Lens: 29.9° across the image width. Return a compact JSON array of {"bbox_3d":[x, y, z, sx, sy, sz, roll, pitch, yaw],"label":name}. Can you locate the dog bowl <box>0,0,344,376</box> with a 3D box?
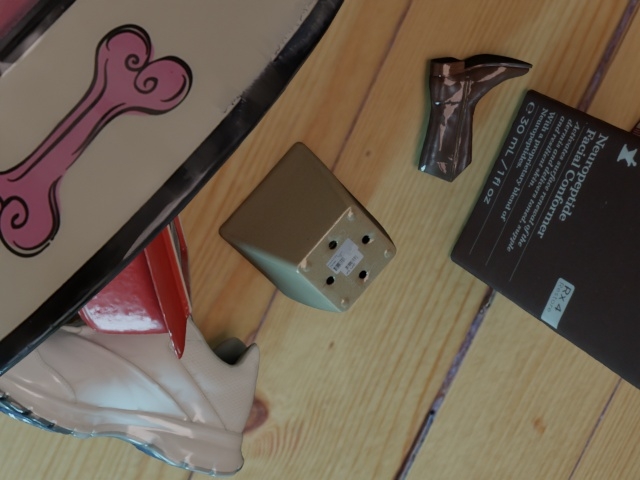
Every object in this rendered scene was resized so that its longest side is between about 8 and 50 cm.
[{"bbox_3d":[-0.176,-0.089,0.712,0.408,0.408,0.150,-46,110,-6],"label":"dog bowl"}]

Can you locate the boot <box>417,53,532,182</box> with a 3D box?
[{"bbox_3d":[0.142,-0.113,1.109,0.106,0.037,0.114,-4,111,-17],"label":"boot"}]

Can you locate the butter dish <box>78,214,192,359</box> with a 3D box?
[{"bbox_3d":[-0.167,0.001,0.914,0.118,0.160,0.160,-13,120,-2],"label":"butter dish"}]

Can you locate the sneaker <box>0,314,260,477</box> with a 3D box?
[{"bbox_3d":[-0.174,0.103,0.984,0.297,0.111,0.129,24,82,-41],"label":"sneaker"}]

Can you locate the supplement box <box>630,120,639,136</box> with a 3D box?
[{"bbox_3d":[0.336,-0.078,1.237,0.083,0.055,0.043,-51,128,-1],"label":"supplement box"}]

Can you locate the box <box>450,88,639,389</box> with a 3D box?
[{"bbox_3d":[0.298,0.021,1.051,0.143,0.381,0.191,17,102,-36],"label":"box"}]

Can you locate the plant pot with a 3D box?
[{"bbox_3d":[0.000,0.000,1.033,0.109,0.096,0.109,-49,129,-4],"label":"plant pot"}]
